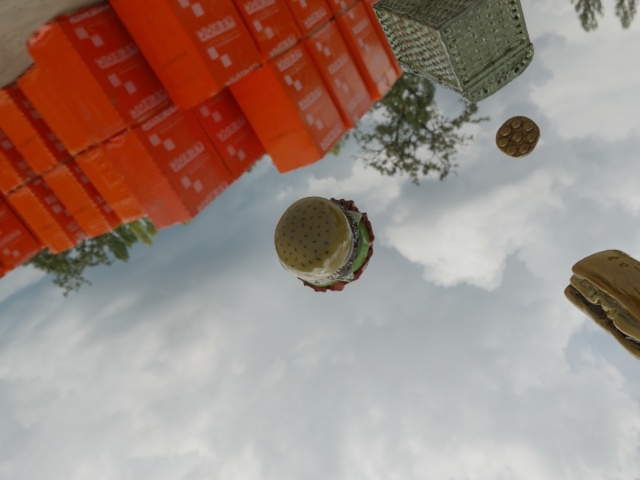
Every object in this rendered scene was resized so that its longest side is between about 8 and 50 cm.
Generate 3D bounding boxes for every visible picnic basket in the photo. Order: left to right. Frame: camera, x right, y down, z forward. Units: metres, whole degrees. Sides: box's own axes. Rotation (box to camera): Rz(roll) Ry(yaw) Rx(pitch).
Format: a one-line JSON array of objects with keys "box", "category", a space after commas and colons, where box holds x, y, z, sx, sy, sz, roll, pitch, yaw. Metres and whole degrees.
[{"box": [0.204, -0.316, 0.820, 0.134, 0.154, 0.196, -37, -140, -2], "category": "picnic basket"}]

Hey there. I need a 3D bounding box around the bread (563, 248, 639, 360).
[{"box": [0.475, 0.092, 0.809, 0.116, 0.077, 0.200, -15, -147, -10], "category": "bread"}]

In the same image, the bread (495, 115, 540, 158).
[{"box": [0.502, -0.264, 1.354, 0.110, 0.109, 0.024, -19, 173, 26], "category": "bread"}]

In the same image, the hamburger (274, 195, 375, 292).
[{"box": [-0.001, 0.003, 0.906, 0.175, 0.175, 0.137, -19, 162, 25], "category": "hamburger"}]
